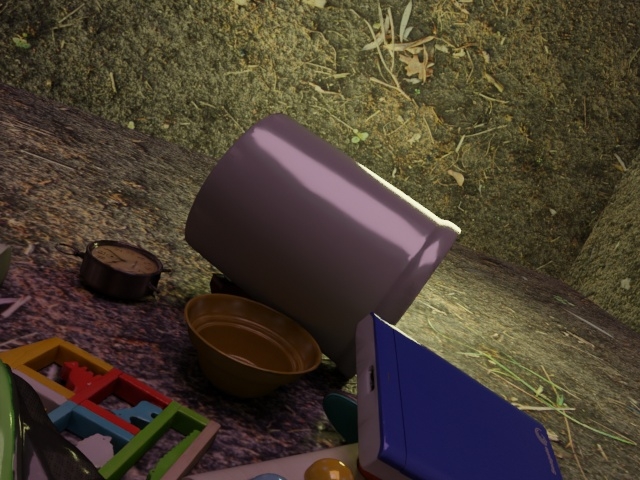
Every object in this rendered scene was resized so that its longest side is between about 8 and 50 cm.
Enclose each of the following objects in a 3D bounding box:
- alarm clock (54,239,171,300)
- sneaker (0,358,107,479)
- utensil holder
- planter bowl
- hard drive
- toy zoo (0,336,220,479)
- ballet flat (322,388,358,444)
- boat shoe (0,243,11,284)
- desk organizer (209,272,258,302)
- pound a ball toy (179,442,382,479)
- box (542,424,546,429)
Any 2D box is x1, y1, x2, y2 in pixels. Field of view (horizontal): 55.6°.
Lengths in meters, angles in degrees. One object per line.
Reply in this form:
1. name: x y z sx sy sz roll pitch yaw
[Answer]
1. alarm clock: -0.359 0.045 1.037 0.192 0.064 0.129 24 14 -9
2. sneaker: -0.180 0.259 0.432 0.483 0.185 0.202 33 -10 39
3. utensil holder: 0.000 0.000 1.096 0.385 0.327 0.327 37 16 7
4. planter bowl: -0.114 0.171 0.912 0.217 0.090 0.217 22 15 -6
5. hard drive: 0.175 0.239 0.720 0.318 0.040 0.210 35 28 -20
6. toy zoo: -0.280 0.195 0.689 0.293 0.030 0.192 26 15 8
7. ballet flat: 0.093 0.284 0.880 0.203 0.074 0.074 35 18 19
8. boat shoe: -0.495 0.049 0.808 0.081 0.079 0.227 12 11 -8
9. desk organizer: -0.154 0.102 1.178 0.130 0.050 0.047 10 20 -42
10. pound a ball toy: 0.033 0.300 0.599 0.319 0.136 0.208 8 21 -44
11. box: 0.381 0.366 1.119 0.081 0.028 0.136 26 17 7
